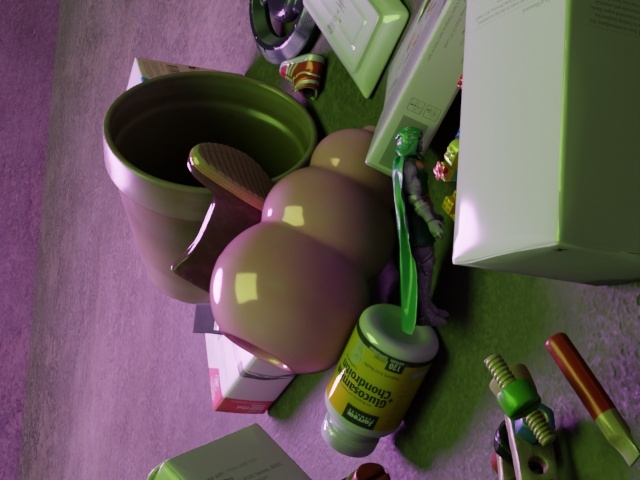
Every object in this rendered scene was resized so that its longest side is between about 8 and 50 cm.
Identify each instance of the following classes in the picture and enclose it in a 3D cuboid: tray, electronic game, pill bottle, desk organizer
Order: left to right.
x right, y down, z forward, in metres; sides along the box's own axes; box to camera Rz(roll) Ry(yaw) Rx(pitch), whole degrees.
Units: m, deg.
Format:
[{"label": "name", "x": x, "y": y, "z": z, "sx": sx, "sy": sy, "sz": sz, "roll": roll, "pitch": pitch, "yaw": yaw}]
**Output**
[{"label": "desk organizer", "x": -0.140, "y": 0.117, "z": 1.854, "sx": 0.130, "sy": 0.050, "sz": 0.047, "roll": -7, "pitch": 76, "yaw": 64}, {"label": "electronic game", "x": -0.051, "y": -0.399, "z": 2.045, "sx": 0.229, "sy": 0.048, "sz": 0.229, "roll": -14, "pitch": 74, "yaw": 56}, {"label": "tray", "x": 0.037, "y": -0.338, "z": 1.824, "sx": 0.145, "sy": 0.030, "sz": 0.270, "roll": -65, "pitch": 36, "yaw": 32}, {"label": "pill bottle", "x": 0.066, "y": 0.176, "z": 1.545, "sx": 0.103, "sy": 0.103, "sz": 0.184, "roll": -115, "pitch": 40, "yaw": -50}]

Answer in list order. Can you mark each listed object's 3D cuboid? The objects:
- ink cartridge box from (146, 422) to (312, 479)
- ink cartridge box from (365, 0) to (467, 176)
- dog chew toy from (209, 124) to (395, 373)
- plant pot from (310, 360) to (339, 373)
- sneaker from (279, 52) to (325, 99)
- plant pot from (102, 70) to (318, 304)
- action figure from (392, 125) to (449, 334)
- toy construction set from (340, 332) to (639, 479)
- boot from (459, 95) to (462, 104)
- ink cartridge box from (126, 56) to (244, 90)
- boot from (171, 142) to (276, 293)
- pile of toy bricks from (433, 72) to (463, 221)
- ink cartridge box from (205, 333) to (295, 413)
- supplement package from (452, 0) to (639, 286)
[{"label": "ink cartridge box", "x": -0.048, "y": 0.451, "z": 1.439, "sx": 0.395, "sy": 0.166, "sz": 0.285, "roll": 42, "pitch": 126, "yaw": 26}, {"label": "ink cartridge box", "x": 0.155, "y": -0.256, "z": 1.540, "sx": 0.261, "sy": 0.066, "sz": 0.296, "roll": -72, "pitch": 8, "yaw": -55}, {"label": "dog chew toy", "x": 0.000, "y": 0.000, "z": 1.614, "sx": 0.331, "sy": 0.207, "sz": 0.207, "roll": -62, "pitch": 22, "yaw": -13}, {"label": "plant pot", "x": -0.016, "y": 0.131, "z": 1.734, "sx": 0.095, "sy": 0.134, "sz": 0.134, "roll": 86, "pitch": 179, "yaw": -63}, {"label": "sneaker", "x": -0.034, "y": -0.250, "z": 1.971, "sx": 0.118, "sy": 0.042, "sz": 0.067, "roll": -8, "pitch": 72, "yaw": 62}, {"label": "plant pot", "x": -0.174, "y": -0.062, "z": 1.956, "sx": 0.323, "sy": 0.323, "sz": 0.280, "roll": -113, "pitch": 23, "yaw": -49}, {"label": "action figure", "x": 0.114, "y": -0.018, "z": 1.471, "sx": 0.137, "sy": 0.064, "sz": 0.232, "roll": -50, "pitch": -47, "yaw": -79}, {"label": "toy construction set", "x": 0.183, "y": 0.273, "z": 1.185, "sx": 0.309, "sy": 0.257, "sz": 0.237, "roll": -52, "pitch": 54, "yaw": 30}, {"label": "boot", "x": 0.206, "y": -0.208, "z": 1.437, "sx": 0.121, "sy": 0.045, "sz": 0.099, "roll": -12, "pitch": 74, "yaw": 56}, {"label": "ink cartridge box", "x": -0.222, "y": -0.234, "z": 2.181, "sx": 0.148, "sy": 0.203, "sz": 0.085, "roll": -114, "pitch": 38, "yaw": -50}, {"label": "boot", "x": -0.138, "y": -0.014, "z": 1.733, "sx": 0.207, "sy": 0.248, "sz": 0.090, "roll": -38, "pitch": 42, "yaw": 24}, {"label": "pile of toy bricks", "x": 0.170, "y": -0.088, "z": 1.365, "sx": 0.118, "sy": 0.105, "sz": 0.212, "roll": 54, "pitch": 137, "yaw": 41}, {"label": "ink cartridge box", "x": -0.092, "y": 0.144, "z": 1.912, "sx": 0.218, "sy": 0.092, "sz": 0.158, "roll": 125, "pitch": 144, "yaw": -46}, {"label": "supplement package", "x": 0.244, "y": -0.117, "z": 1.166, "sx": 0.175, "sy": 0.178, "sz": 0.292, "roll": -16, "pitch": 68, "yaw": 63}]
